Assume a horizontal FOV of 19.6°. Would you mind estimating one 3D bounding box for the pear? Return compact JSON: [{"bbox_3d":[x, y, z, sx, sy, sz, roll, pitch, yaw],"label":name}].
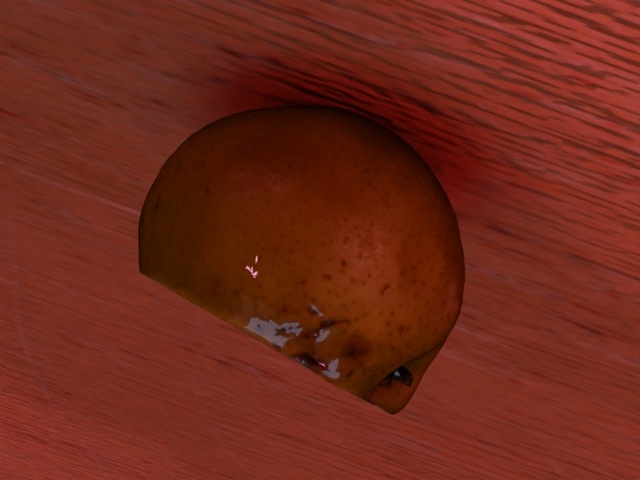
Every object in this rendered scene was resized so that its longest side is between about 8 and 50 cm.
[{"bbox_3d":[0.000,0.000,0.753,0.141,0.104,0.141,34,178,1],"label":"pear"}]
